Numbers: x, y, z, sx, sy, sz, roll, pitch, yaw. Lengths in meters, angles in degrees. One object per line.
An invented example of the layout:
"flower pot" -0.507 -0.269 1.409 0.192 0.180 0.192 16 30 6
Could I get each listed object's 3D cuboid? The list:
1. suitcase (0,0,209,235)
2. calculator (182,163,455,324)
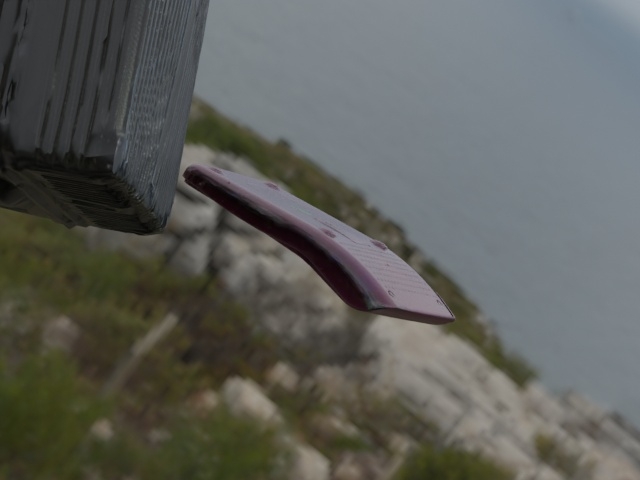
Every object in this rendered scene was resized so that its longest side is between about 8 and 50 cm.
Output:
"suitcase" -0.134 -0.182 1.014 0.152 0.335 0.229 8 -9 5
"calculator" 0.000 0.000 1.197 0.190 0.034 0.126 35 11 25
